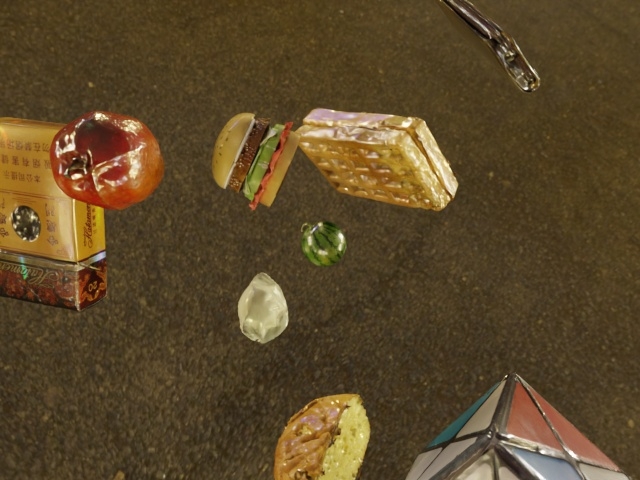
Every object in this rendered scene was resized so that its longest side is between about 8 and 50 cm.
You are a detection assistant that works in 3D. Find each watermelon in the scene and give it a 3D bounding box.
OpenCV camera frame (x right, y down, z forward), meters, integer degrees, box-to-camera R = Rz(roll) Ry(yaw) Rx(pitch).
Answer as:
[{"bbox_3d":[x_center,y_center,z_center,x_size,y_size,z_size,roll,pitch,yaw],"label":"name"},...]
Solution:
[{"bbox_3d":[0.005,0.002,1.244,0.109,0.109,0.109,8,55,-12],"label":"watermelon"}]

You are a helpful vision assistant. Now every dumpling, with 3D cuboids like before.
[{"bbox_3d":[-0.158,0.197,1.655,0.155,0.111,0.181,29,84,-22],"label":"dumpling"}]

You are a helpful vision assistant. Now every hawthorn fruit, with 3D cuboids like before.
[{"bbox_3d":[-0.333,-0.118,0.877,0.157,0.157,0.194,27,16,2],"label":"hawthorn fruit"}]

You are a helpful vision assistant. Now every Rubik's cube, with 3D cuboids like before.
[{"bbox_3d":[0.327,0.467,1.010,0.305,0.310,0.307,41,21,11],"label":"Rubik's cube"}]

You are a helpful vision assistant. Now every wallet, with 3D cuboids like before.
[{"bbox_3d":[0.219,-0.280,0.784,0.110,0.031,0.198,32,25,-40],"label":"wallet"}]

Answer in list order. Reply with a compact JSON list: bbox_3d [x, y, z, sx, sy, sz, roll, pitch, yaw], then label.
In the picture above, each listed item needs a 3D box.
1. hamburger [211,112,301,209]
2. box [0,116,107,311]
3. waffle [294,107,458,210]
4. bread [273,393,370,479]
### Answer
[{"bbox_3d":[-0.121,-0.151,1.026,0.136,0.175,0.175,25,53,-10],"label":"hamburger"},{"bbox_3d":[-0.634,-0.059,1.319,0.264,0.416,0.116,9,16,14],"label":"box"},{"bbox_3d":[0.114,-0.174,1.227,0.327,0.224,0.098,19,69,46],"label":"waffle"},{"bbox_3d":[-0.003,0.432,1.157,0.147,0.160,0.261,-7,37,27],"label":"bread"}]
